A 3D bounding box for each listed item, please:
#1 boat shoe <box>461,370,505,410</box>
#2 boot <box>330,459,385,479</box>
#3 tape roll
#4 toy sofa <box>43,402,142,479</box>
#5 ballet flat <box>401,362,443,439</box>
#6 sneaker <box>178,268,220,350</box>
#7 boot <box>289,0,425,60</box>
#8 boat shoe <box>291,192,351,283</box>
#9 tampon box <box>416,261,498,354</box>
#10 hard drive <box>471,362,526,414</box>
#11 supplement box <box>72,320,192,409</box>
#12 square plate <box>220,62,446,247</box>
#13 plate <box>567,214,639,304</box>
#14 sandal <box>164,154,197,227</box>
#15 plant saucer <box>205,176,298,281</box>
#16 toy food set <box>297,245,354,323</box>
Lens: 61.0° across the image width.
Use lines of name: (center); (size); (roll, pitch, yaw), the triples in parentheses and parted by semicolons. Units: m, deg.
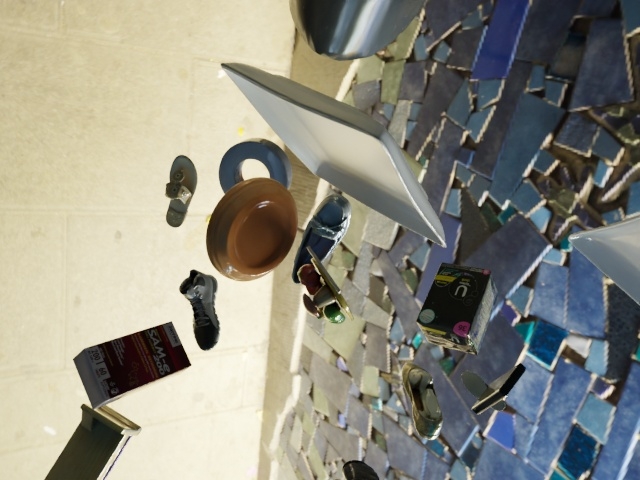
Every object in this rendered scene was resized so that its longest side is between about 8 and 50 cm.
boat shoe: (0.396, 0.368, 1.334); (0.125, 0.038, 0.046); (36, 83, 10)
boot: (0.080, 0.581, 1.218); (0.118, 0.223, 0.338); (-34, 117, 5)
tape roll: (-0.200, -0.203, 1.674); (0.219, 0.072, 0.219); (4, 110, 11)
toy sofa: (-0.655, 0.645, 1.492); (0.363, 0.150, 0.177); (-61, 164, -17)
ballet flat: (0.386, 0.571, 2.035); (0.123, 0.349, 0.123); (-1, 126, -2)
sneaker: (-0.344, 0.184, 1.492); (0.086, 0.229, 0.132); (-18, 150, 16)
boot: (0.052, -0.241, 0.210); (0.146, 0.445, 0.367); (33, 63, -5)
boat shoe: (-0.003, 0.000, 1.679); (0.118, 0.103, 0.320); (31, 121, -3)
tampon box: (0.305, 0.148, 1.202); (0.161, 0.120, 0.101); (-61, 139, -25)
hard drive: (0.396, 0.331, 1.207); (0.094, 0.022, 0.135); (-38, 163, -31)
supplement box: (-0.440, 0.290, 1.290); (0.239, 0.073, 0.130); (-14, 72, -52)
square plate: (0.038, -0.145, 0.892); (0.049, 0.344, 0.347); (-54, 144, -5)
plate: (0.518, 0.053, 0.742); (0.278, 0.277, 0.045); (42, 81, 3)
sandal: (-0.430, -0.133, 1.640); (0.088, 0.079, 0.240); (16, 118, -4)
plant saucer: (-0.114, -0.014, 0.988); (0.199, 0.037, 0.200); (-21, 122, -37)
toy food set: (-0.003, 0.105, 1.046); (0.071, 0.128, 0.218); (-34, 154, -4)
